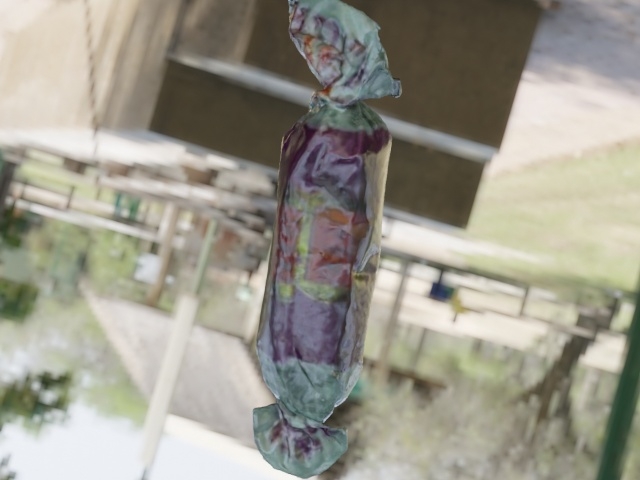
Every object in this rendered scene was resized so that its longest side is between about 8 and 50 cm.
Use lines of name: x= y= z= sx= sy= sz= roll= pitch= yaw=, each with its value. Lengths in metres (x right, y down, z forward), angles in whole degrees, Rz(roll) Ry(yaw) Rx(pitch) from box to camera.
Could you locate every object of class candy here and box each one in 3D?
candy: x=0.000 y=0.000 z=0.579 sx=0.045 sy=0.175 sz=0.043 roll=12 pitch=-166 yaw=16
